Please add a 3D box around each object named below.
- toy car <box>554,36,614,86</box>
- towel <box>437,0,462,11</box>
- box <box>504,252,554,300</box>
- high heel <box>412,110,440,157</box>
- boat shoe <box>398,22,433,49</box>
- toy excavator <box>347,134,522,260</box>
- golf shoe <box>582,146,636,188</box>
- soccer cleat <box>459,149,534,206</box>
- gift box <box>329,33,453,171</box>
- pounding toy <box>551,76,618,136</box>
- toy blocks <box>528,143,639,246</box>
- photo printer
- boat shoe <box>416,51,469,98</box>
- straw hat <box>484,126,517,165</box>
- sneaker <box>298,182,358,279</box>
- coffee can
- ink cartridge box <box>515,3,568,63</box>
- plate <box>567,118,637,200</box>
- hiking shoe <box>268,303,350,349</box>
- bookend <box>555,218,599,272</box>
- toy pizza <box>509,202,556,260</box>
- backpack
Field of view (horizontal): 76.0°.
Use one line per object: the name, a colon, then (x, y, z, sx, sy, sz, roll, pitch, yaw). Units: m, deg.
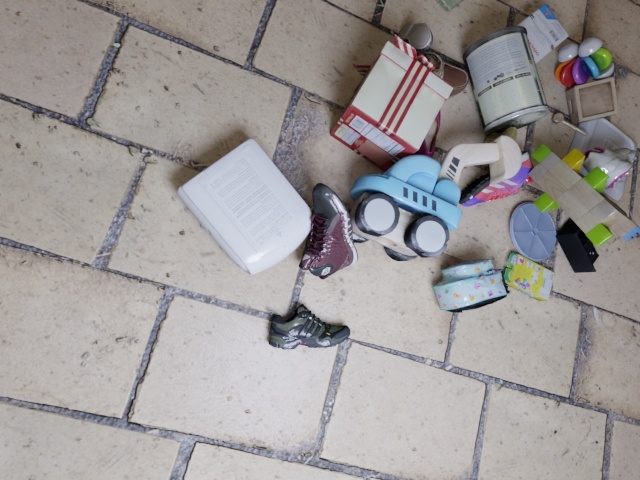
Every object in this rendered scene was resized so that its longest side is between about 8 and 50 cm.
toy car: (0.934, -0.618, 1.469, 0.159, 0.182, 0.136, 43, 79, -25)
towel: (0.434, -0.882, 1.436, 0.110, 0.027, 0.148, -44, 95, -17)
box: (0.679, 0.119, 1.350, 0.179, 0.043, 0.105, 26, 76, -14)
high heel: (0.344, -0.347, 1.281, 0.082, 0.117, 0.244, 31, 75, -10)
boat shoe: (0.313, -0.636, 1.292, 0.064, 0.206, 0.075, 24, 116, -28)
toy excavator: (0.322, -0.153, 1.156, 0.432, 0.222, 0.446, 23, 81, -6)
golf shoe: (0.966, -0.275, 1.380, 0.140, 0.115, 0.306, 42, 38, 16)
soccer cleat: (0.585, -0.178, 1.337, 0.318, 0.108, 0.117, -33, 96, -21)
gift box: (0.189, -0.396, 1.173, 0.276, 0.255, 0.258, 34, 76, -13)
pounding toy: (0.945, -0.466, 1.491, 0.205, 0.094, 0.181, -11, 96, 13)
toy blocks: (0.834, -0.114, 1.278, 0.260, 0.191, 0.382, 19, 36, -32)
photo printer: (-0.181, -0.082, 1.090, 0.256, 0.107, 0.308, -42, 95, -19)
boat shoe: (0.340, -0.531, 1.308, 0.324, 0.116, 0.123, -2, 82, -17)
straw hat: (0.586, -0.323, 1.373, 0.144, 0.145, 0.061, -32, 50, -18)
sneaker: (0.000, 0.000, 1.073, 0.162, 0.106, 0.282, -36, 129, -18)
coffee can: (0.602, -0.512, 1.339, 0.201, 0.201, 0.276, -12, 85, -18)
ink cartridge box: (0.769, -0.729, 1.482, 0.203, 0.086, 0.148, -39, 93, -17)
plate: (1.070, -0.331, 1.534, 0.277, 0.045, 0.277, 31, 74, -11)
hiking shoe: (-0.026, 0.228, 1.100, 0.226, 0.086, 0.114, -1, 85, -16)
bookend: (0.911, 0.003, 1.413, 0.156, 0.072, 0.157, -37, 101, -27)
toy pizza: (0.714, -0.029, 1.386, 0.201, 0.032, 0.202, 3, 81, -20)
backpack: (0.430, 0.136, 1.208, 0.188, 0.166, 0.145, -20, 86, -21)
